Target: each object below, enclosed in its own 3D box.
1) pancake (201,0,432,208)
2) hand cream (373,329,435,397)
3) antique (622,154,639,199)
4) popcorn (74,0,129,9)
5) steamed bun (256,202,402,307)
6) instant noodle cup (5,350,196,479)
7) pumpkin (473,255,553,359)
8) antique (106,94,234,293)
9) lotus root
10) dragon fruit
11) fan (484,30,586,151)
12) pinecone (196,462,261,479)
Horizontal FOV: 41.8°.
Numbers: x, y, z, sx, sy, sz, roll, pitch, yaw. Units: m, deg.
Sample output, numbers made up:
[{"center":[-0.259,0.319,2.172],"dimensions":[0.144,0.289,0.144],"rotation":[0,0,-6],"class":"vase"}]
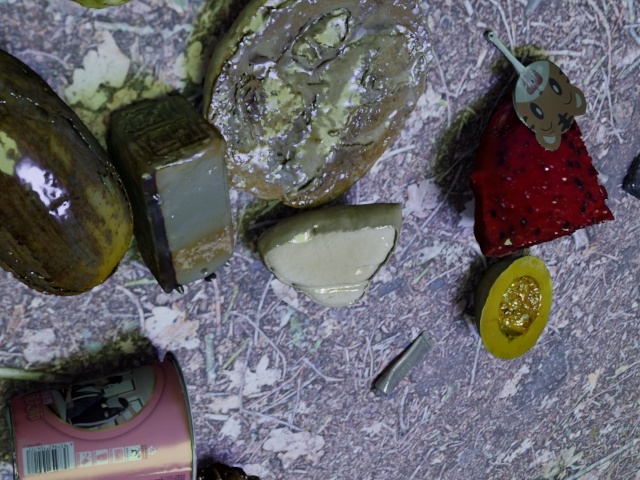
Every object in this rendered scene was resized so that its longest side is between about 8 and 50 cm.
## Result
[{"center":[0.000,-0.222,1.220],"dimensions":[0.387,0.082,0.387],"rotation":[-18,130,-22],"class":"pancake"},{"center":[0.167,0.253,1.689],"dimensions":[0.165,0.037,0.057],"rotation":[-46,134,-10],"class":"hand cream"},{"center":[0.737,-0.121,1.787],"dimensions":[0.183,0.086,0.088],"rotation":[4,116,-36],"class":"antique"},{"center":[-0.239,-0.358,0.902],"dimensions":[0.198,0.198,0.212],"rotation":[5,108,-36],"class":"popcorn"},{"center":[0.012,0.016,1.372],"dimensions":[0.231,0.110,0.212],"rotation":[-8,140,-6],"class":"steamed bun"},{"center":[-0.333,0.300,1.263],"dimensions":[0.255,0.244,0.244],"rotation":[-6,122,-22],"class":"instant noodle cup"},{"center":[0.372,0.122,1.697],"dimensions":[0.217,0.110,0.217],"rotation":[-11,112,-29],"class":"pumpkin"},{"center":[-0.199,-0.047,1.174],"dimensions":[0.125,0.150,0.284],"rotation":[-24,138,-21],"class":"antique"},{"center":[-0.365,-0.084,1.006],"dimensions":[0.196,0.179,0.397],"rotation":[-51,140,-18],"class":"lotus root"},{"center":[0.396,-0.127,1.476],"dimensions":[0.302,0.240,0.330],"rotation":[13,81,-74],"class":"dragon fruit"},{"center":[0.353,-0.267,1.404],"dimensions":[0.227,0.008,0.152],"rotation":[46,64,-13],"class":"fan"},{"center":[-0.200,0.506,1.476],"dimensions":[0.257,0.243,0.243],"rotation":[-58,141,-32],"class":"pinecone"}]
